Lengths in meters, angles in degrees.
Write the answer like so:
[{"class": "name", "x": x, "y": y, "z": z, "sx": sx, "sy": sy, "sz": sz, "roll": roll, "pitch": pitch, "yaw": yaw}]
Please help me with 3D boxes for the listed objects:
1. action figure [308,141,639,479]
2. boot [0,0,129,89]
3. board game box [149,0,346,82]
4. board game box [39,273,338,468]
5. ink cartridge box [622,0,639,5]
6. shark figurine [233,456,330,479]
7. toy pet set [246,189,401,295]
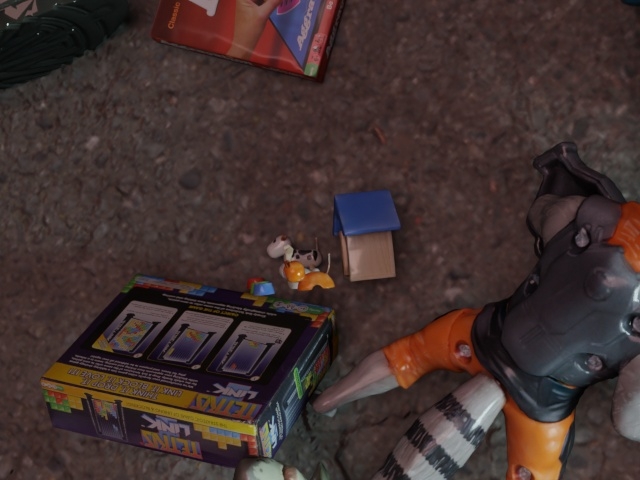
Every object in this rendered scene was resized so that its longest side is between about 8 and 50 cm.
[{"class": "action figure", "x": 0.180, "y": 0.109, "z": 0.780, "sx": 0.330, "sy": 0.178, "sz": 0.341, "roll": -48, "pitch": 65, "yaw": 22}, {"class": "boot", "x": -0.343, "y": -0.243, "z": 0.945, "sx": 0.348, "sy": 0.131, "sz": 0.260, "roll": -15, "pitch": 87, "yaw": 10}, {"class": "board game box", "x": -0.029, "y": -0.278, "z": 0.944, "sx": 0.145, "sy": 0.027, "sz": 0.281, "roll": 15, "pitch": 89, "yaw": 14}, {"class": "board game box", "x": -0.091, "y": 0.092, "z": 0.858, "sx": 0.170, "sy": 0.141, "sz": 0.048, "roll": 9, "pitch": 126, "yaw": 22}, {"class": "ink cartridge box", "x": 0.302, "y": -0.272, "z": 0.744, "sx": 0.197, "sy": 0.270, "sz": 0.198, "roll": 8, "pitch": 87, "yaw": 13}, {"class": "shark figurine", "x": -0.016, "y": 0.264, "z": 0.794, "sx": 0.116, "sy": 0.166, "sz": 0.278, "roll": -20, "pitch": 95, "yaw": 5}, {"class": "toy pet set", "x": 0.000, "y": 0.000, "z": 0.869, "sx": 0.114, "sy": 0.122, "sz": 0.065, "roll": -6, "pitch": 91, "yaw": -7}]
